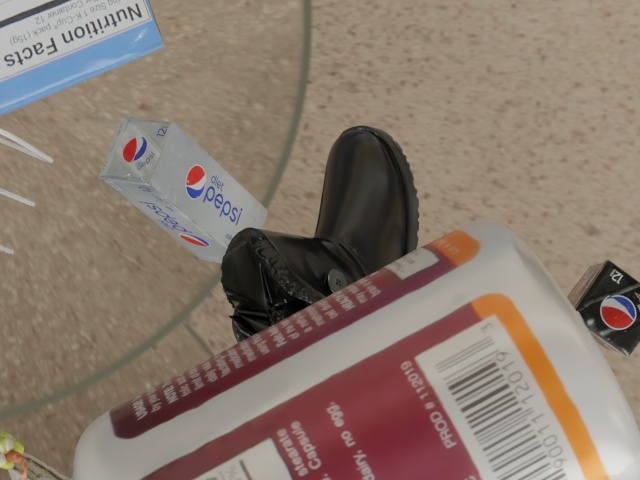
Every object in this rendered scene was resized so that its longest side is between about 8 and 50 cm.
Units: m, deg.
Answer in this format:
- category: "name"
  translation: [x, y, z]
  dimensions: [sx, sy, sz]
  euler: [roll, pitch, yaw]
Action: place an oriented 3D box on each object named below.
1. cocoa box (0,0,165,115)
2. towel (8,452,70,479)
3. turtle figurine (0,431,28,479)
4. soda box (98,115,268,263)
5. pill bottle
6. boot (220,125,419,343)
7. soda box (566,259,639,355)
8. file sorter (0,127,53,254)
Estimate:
- category: "cocoa box"
  translation: [-0.289, -0.196, 0.954]
  dimensions: [0.231, 0.347, 0.228]
  euler: [-26, 108, -19]
- category: "towel"
  translation: [-0.339, 0.425, 2.014]
  dimensions: [0.049, 0.282, 0.187]
  euler: [-34, 127, -34]
- category: "turtle figurine"
  translation: [-0.378, 0.234, 1.288]
  dimensions: [0.269, 0.217, 0.087]
  euler: [-46, 126, 13]
- category: "soda box"
  translation: [-0.185, -0.064, 1.975]
  dimensions: [0.286, 0.091, 0.098]
  euler: [43, 61, -55]
- category: "pill bottle"
  translation: [-0.013, 0.169, 0.889]
  dimensions: [0.392, 0.224, 0.224]
  euler: [-27, 105, -5]
- category: "boot"
  translation: [0.000, 0.000, 1.320]
  dimensions: [0.207, 0.094, 0.247]
  euler: [7, 74, -50]
- category: "soda box"
  translation: [0.237, 0.056, 1.169]
  dimensions: [0.060, 0.169, 0.053]
  euler: [37, 92, 6]
- category: "file sorter"
  translation: [-0.475, -0.027, 1.756]
  dimensions: [0.173, 0.193, 0.278]
  euler: [22, 85, 11]
